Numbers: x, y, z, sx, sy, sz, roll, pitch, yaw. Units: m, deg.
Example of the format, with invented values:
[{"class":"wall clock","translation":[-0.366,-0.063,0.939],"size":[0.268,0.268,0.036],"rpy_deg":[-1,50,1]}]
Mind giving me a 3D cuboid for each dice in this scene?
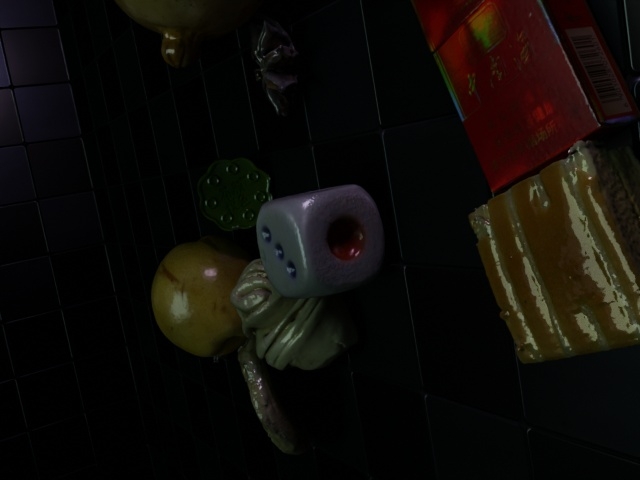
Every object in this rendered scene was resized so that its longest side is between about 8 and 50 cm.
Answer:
[{"class":"dice","translation":[0.000,0.000,1.308],"size":[0.192,0.194,0.193],"rpy_deg":[0,104,60]}]

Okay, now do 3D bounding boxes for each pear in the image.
[{"class":"pear","translation":[-0.287,0.143,1.761],"size":[0.314,0.314,0.314],"rpy_deg":[31,127,51]}]

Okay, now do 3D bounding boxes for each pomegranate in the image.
[{"class":"pomegranate","translation":[-0.260,-0.543,1.325],"size":[0.410,0.410,0.410],"rpy_deg":[31,127,51]}]

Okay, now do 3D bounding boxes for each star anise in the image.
[{"class":"star anise","translation":[-0.093,-0.373,1.410],"size":[0.209,0.089,0.231],"rpy_deg":[-157,59,-68]}]

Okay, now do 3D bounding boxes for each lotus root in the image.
[{"class":"lotus root","translation":[-0.219,-0.123,1.677],"size":[0.186,0.186,0.186],"rpy_deg":[31,127,51]}]

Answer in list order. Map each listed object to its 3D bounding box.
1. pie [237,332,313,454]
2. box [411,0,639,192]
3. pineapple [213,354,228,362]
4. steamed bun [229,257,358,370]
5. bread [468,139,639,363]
[{"class":"pie","translation":[-0.112,0.369,1.648],"size":[0.339,0.077,0.339],"rpy_deg":[64,178,4]},{"class":"box","translation":[0.253,-0.245,0.888],"size":[0.197,0.089,0.313],"rpy_deg":[-39,68,59]},{"class":"pineapple","translation":[-0.308,0.303,2.045],"size":[0.108,0.108,0.198],"rpy_deg":[51,150,36]},{"class":"steamed bun","translation":[-0.078,0.168,1.495],"size":[0.289,0.203,0.276],"rpy_deg":[59,148,24]},{"class":"bread","translation":[0.319,0.023,0.864],"size":[0.239,0.111,0.246],"rpy_deg":[-32,74,58]}]
